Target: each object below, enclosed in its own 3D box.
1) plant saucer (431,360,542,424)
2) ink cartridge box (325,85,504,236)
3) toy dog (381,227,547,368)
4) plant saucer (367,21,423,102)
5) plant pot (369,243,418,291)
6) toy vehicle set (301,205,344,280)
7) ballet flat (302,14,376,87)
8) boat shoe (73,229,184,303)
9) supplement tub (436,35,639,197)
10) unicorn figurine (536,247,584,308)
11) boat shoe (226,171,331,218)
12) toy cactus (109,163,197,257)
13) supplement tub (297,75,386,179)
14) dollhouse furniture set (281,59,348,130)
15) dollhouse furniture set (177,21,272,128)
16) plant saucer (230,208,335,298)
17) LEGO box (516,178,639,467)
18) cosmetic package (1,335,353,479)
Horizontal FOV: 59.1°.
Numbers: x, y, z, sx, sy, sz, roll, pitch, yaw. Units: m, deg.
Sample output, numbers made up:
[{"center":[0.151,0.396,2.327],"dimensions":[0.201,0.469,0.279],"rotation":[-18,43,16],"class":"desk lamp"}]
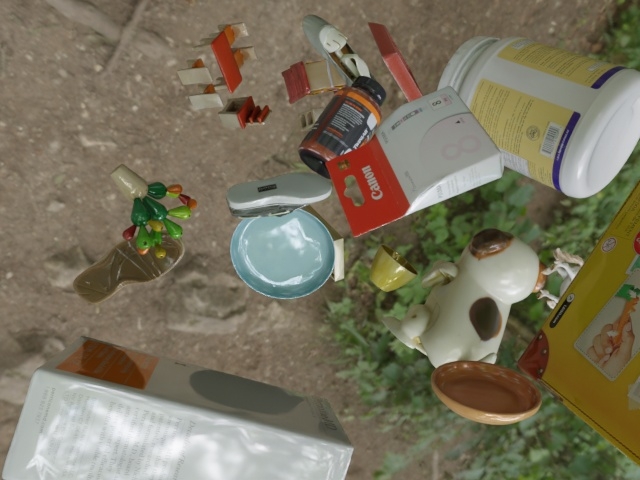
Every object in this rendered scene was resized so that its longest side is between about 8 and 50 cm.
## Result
[{"center":[0.307,0.286,1.057],"dimensions":[0.200,0.200,0.037],"rotation":[-20,117,-55],"class":"plant saucer"},{"center":[0.129,-0.126,0.857],"dimensions":[0.233,0.189,0.066],"rotation":[-20,137,2],"class":"ink cartridge box"},{"center":[0.405,0.155,1.515],"dimensions":[0.407,0.285,0.395],"rotation":[-55,-177,1],"class":"toy dog"},{"center":[0.253,-0.563,1.822],"dimensions":[0.048,0.258,0.259],"rotation":[-29,131,18],"class":"plant saucer"},{"center":[0.194,0.088,1.596],"dimensions":[0.095,0.134,0.134],"rotation":[-52,160,13],"class":"plant pot"},{"center":[0.000,0.000,1.927],"dimensions":[0.035,0.267,0.165],"rotation":[-18,127,-21],"class":"toy vehicle set"},{"center":[0.049,-0.406,1.218],"dimensions":[0.072,0.213,0.068],"rotation":[-49,-159,-18],"class":"ballet flat"},{"center":[-0.422,0.045,1.272],"dimensions":[0.303,0.109,0.098],"rotation":[-27,-161,23],"class":"boat shoe"},{"center":[0.414,-0.250,1.086],"dimensions":[0.241,0.331,0.240],"rotation":[-27,136,-30],"class":"supplement tub"},{"center":[0.476,0.103,1.097],"dimensions":[0.111,0.060,0.161],"rotation":[11,106,-19],"class":"unicorn figurine"},{"center":[-0.086,-0.090,1.187],"dimensions":[0.220,0.077,0.070],"rotation":[-6,142,-2],"class":"boat shoe"},{"center":[-0.344,-0.072,1.119],"dimensions":[0.112,0.180,0.218],"rotation":[-22,-151,32],"class":"toy cactus"},{"center":[0.049,-0.221,1.086],"dimensions":[0.197,0.106,0.106],"rotation":[-57,161,-12],"class":"supplement tub"},{"center":[0.021,-0.441,1.968],"dimensions":[0.202,0.373,0.152],"rotation":[-17,-173,-26],"class":"dollhouse furniture set"},{"center":[-0.244,-0.450,1.583],"dimensions":[0.259,0.135,0.261],"rotation":[70,31,-41],"class":"dollhouse furniture set"},{"center":[-0.112,0.032,1.712],"dimensions":[0.043,0.318,0.317],"rotation":[-81,-163,-63],"class":"plant saucer"},{"center":[0.492,0.042,0.573],"dimensions":[0.499,0.193,0.372],"rotation":[-58,-164,6],"class":"LEGO box"},{"center":[-0.203,0.301,0.882],"dimensions":[0.230,0.454,0.161],"rotation":[-169,-84,-80],"class":"cosmetic package"}]
